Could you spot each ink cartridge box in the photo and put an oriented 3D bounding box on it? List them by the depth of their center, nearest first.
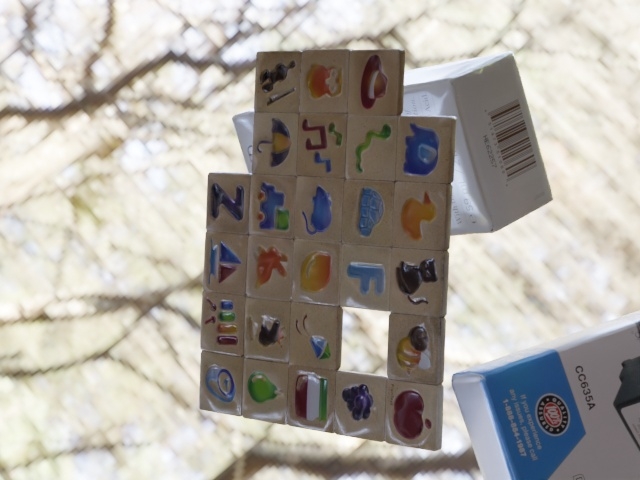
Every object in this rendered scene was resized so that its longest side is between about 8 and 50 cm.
[{"bbox_3d":[0.186,0.108,0.913,0.191,0.139,0.082,-18,-3,-8],"label":"ink cartridge box"}]

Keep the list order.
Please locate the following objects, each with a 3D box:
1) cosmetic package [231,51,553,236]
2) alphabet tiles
[{"bbox_3d":[0.049,-0.062,1.249,0.231,0.117,0.085,-7,13,45],"label":"cosmetic package"},{"bbox_3d":[0.000,0.000,1.048,0.009,0.198,0.237,0,-86,-49],"label":"alphabet tiles"}]
